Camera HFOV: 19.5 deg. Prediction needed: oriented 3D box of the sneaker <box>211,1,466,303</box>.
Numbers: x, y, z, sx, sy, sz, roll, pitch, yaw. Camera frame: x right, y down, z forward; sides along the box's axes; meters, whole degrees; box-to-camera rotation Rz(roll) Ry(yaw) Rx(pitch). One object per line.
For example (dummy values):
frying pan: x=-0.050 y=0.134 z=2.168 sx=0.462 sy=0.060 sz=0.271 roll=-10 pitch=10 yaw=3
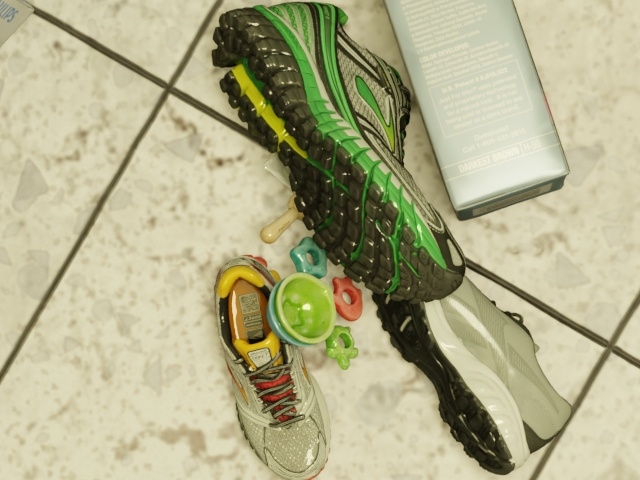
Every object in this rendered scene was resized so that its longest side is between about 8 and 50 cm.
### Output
sneaker: x=0.041 y=-0.096 z=1.711 sx=0.146 sy=0.134 sz=0.344 roll=-20 pitch=66 yaw=-26

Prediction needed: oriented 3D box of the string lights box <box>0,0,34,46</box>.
string lights box: x=-0.405 y=-0.296 z=1.801 sx=0.259 sy=0.133 sz=0.077 roll=44 pitch=92 yaw=6

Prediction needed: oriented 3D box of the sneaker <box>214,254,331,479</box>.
sneaker: x=-0.055 y=0.124 z=1.768 sx=0.088 sy=0.093 sz=0.225 roll=-21 pitch=87 yaw=3

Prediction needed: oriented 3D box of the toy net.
toy net: x=0.000 y=0.000 z=1.762 sx=0.122 sy=0.045 sz=0.232 roll=17 pitch=61 yaw=-31

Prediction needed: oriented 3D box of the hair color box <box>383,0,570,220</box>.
hair color box: x=0.118 y=-0.214 z=1.719 sx=0.113 sy=0.185 sz=0.375 roll=-19 pitch=86 yaw=4

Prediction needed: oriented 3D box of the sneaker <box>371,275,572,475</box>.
sneaker: x=0.136 y=0.086 z=1.761 sx=0.108 sy=0.100 sz=0.272 roll=-26 pitch=79 yaw=-25
